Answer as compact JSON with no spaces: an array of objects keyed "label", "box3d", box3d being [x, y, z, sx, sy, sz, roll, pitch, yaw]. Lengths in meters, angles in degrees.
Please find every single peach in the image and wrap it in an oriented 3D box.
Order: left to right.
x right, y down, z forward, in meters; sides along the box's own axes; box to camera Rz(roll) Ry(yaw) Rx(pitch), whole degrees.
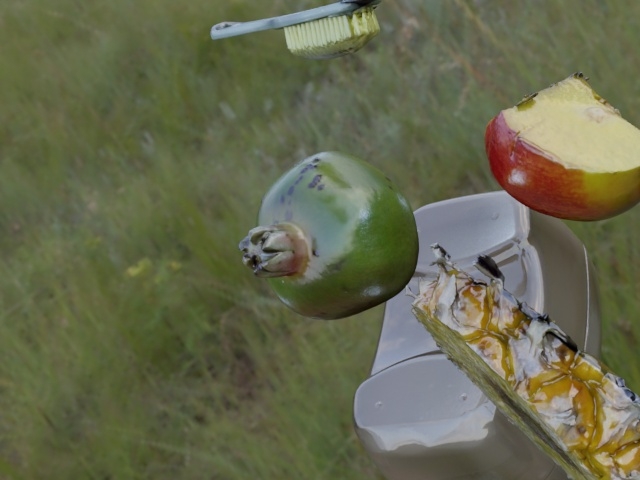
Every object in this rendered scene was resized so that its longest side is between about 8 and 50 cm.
[{"label":"peach","box3d":[0.217,-0.071,1.095,0.118,0.151,0.151,-50,9,19]}]

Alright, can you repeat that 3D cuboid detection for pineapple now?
[{"label":"pineapple","box3d":[0.120,0.085,0.670,0.047,0.221,0.221,-46,16,-7]}]

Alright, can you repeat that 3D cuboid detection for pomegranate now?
[{"label":"pomegranate","box3d":[0.000,0.000,1.311,0.180,0.180,0.209,-23,-8,36]}]

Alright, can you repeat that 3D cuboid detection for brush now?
[{"label":"brush","box3d":[-0.026,-0.222,1.381,0.068,0.060,0.296,-21,14,-32]}]

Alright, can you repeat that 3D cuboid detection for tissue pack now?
[{"label":"tissue pack","box3d":[0.219,0.154,1.645,0.267,0.277,0.387,-14,50,38]}]
